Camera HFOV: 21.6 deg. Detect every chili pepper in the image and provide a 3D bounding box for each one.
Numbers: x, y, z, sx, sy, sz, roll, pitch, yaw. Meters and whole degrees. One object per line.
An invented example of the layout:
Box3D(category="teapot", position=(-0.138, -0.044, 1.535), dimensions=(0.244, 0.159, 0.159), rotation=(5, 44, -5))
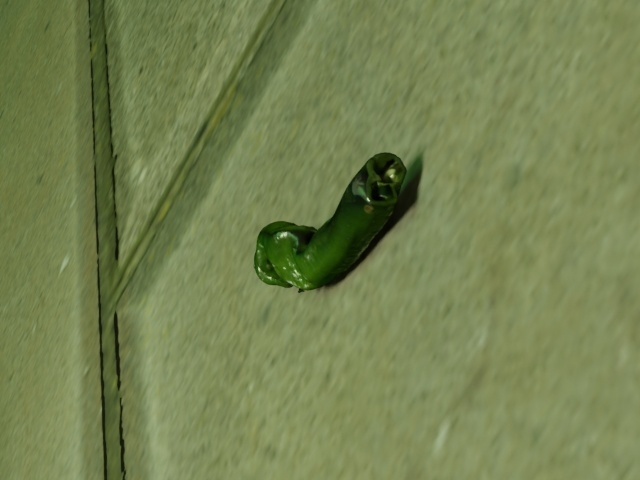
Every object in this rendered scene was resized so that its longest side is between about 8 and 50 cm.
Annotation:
Box3D(category="chili pepper", position=(0.000, 0.000, 0.494), dimensions=(0.083, 0.022, 0.027), rotation=(-33, 71, 56))
